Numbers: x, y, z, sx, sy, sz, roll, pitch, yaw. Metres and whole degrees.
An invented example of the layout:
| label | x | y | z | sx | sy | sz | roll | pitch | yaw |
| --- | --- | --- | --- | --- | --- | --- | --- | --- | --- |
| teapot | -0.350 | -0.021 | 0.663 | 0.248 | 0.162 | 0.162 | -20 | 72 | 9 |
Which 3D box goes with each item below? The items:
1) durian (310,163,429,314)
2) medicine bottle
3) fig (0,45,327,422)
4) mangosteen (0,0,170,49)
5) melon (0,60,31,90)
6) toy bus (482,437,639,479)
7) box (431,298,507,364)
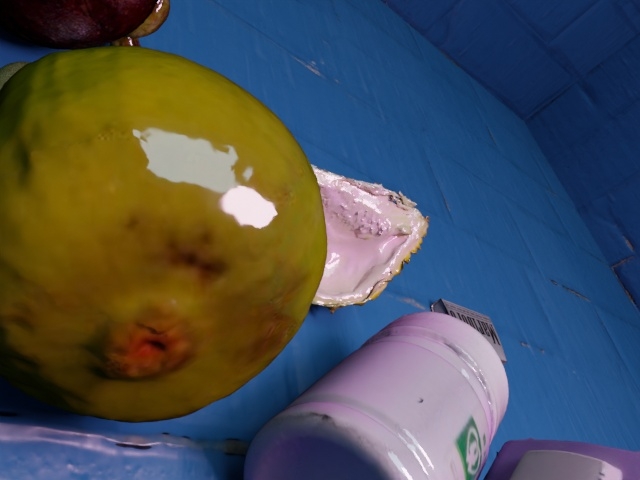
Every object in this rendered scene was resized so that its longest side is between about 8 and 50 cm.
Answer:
| label | x | y | z | sx | sy | sz | roll | pitch | yaw |
| --- | --- | --- | --- | --- | --- | --- | --- | --- | --- |
| durian | 0.008 | 0.013 | 0.887 | 0.305 | 0.186 | 0.195 | 24 | 59 | -30 |
| medicine bottle | 0.084 | 0.229 | 0.681 | 0.212 | 0.212 | 0.325 | 55 | 30 | 7 |
| fig | -0.163 | -0.022 | 0.530 | 0.343 | 0.343 | 0.343 | 33 | 35 | -27 |
| mangosteen | -0.321 | -0.390 | 0.757 | 0.293 | 0.297 | 0.297 | 15 | 45 | -41 |
| melon | -0.325 | -0.128 | 0.647 | 0.099 | 0.099 | 0.162 | 12 | 50 | -46 |
| toy bus | 0.209 | 0.388 | 0.524 | 0.440 | 0.209 | 0.249 | -34 | 107 | -43 |
| box | 0.305 | 0.190 | 1.178 | 0.178 | 0.036 | 0.115 | 21 | 42 | -40 |
